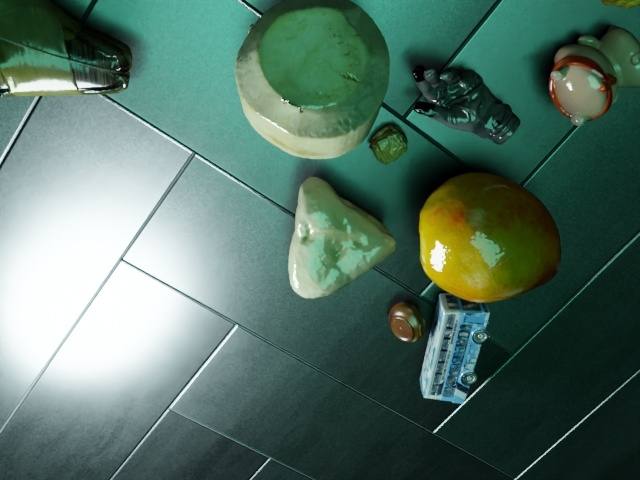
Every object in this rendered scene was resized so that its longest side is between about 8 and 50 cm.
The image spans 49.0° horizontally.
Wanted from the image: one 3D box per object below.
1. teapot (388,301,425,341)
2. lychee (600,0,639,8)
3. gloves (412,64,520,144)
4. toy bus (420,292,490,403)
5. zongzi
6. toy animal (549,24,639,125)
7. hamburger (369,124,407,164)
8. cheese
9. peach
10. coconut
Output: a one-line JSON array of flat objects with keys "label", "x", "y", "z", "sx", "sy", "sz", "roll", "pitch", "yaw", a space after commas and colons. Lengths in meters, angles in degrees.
[{"label": "teapot", "x": 0.226, "y": 0.205, "z": 1.782, "sx": 0.098, "sy": 0.078, "sz": 0.129, "roll": 19, "pitch": 136, "yaw": 32}, {"label": "lychee", "x": 0.579, "y": -0.562, "z": 1.290, "sx": 0.270, "sy": 0.270, "sz": 0.320, "roll": 38, "pitch": 145, "yaw": -21}, {"label": "gloves", "x": 0.302, "y": -0.291, "z": 1.497, "sx": 0.285, "sy": 0.119, "sz": 0.142, "roll": 28, "pitch": 102, "yaw": -32}, {"label": "toy bus", "x": 0.345, "y": 0.276, "z": 1.807, "sx": 0.131, "sy": 0.106, "sz": 0.297, "roll": 5, "pitch": 119, "yaw": -2}, {"label": "zongzi", "x": -0.518, "y": -0.438, "z": 1.348, "sx": 0.289, "sy": 0.154, "sz": 0.318, "roll": -4, "pitch": 113, "yaw": -10}, {"label": "toy animal", "x": 0.577, "y": -0.342, "z": 1.469, "sx": 0.197, "sy": 0.171, "sz": 0.171, "roll": -29, "pitch": 116, "yaw": 3}, {"label": "hamburger", "x": 0.152, "y": -0.214, "z": 1.564, "sx": 0.083, "sy": 0.044, "sz": 0.076, "roll": -29, "pitch": 118, "yaw": 14}, {"label": "cheese", "x": -0.001, "y": 0.000, "z": 1.594, "sx": 0.248, "sy": 0.174, "sz": 0.251, "roll": -45, "pitch": 113, "yaw": 8}, {"label": "peach", "x": 0.377, "y": -0.008, "z": 1.555, "sx": 0.307, "sy": 0.289, "sz": 0.289, "roll": 6, "pitch": 119, "yaw": 15}, {"label": "coconut", "x": -0.012, "y": -0.314, "z": 1.372, "sx": 0.323, "sy": 0.323, "sz": 0.323, "roll": -2, "pitch": 118, "yaw": -3}]
